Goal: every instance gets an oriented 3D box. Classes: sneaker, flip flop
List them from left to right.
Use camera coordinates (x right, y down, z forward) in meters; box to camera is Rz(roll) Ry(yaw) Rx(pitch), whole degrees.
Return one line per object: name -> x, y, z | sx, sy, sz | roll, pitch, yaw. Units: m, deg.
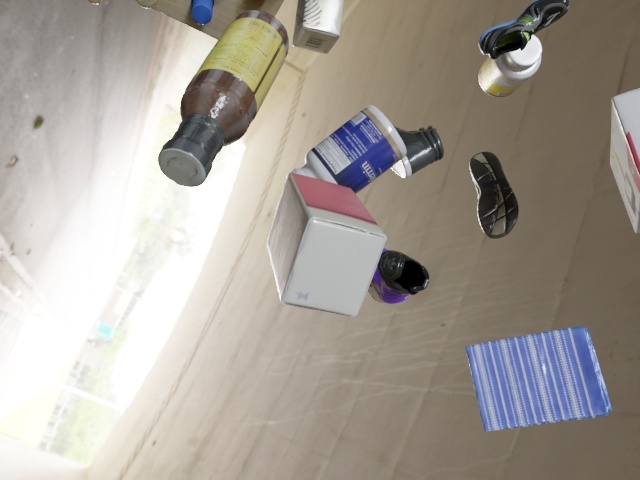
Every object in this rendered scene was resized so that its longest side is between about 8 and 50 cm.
sneaker -> 0.189, 0.095, 1.366 | 0.146, 0.293, 0.102 | 9, -104, 29
sneaker -> 0.240, -0.276, 1.624 | 0.147, 0.104, 0.295 | -21, -143, -7
flip flop -> 0.485, -0.126, 1.658 | 0.080, 0.112, 0.277 | 67, 14, -59
sneaker -> 0.420, -0.428, 1.192 | 0.188, 0.067, 0.078 | -28, -133, 16

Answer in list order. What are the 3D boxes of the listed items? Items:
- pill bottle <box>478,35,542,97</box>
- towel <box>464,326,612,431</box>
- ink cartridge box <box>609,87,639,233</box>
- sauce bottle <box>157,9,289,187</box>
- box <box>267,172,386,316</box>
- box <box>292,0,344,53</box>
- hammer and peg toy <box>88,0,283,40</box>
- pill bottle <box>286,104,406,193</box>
pill bottle -> 0.492, -0.455, 1.510 | 0.117, 0.117, 0.215 | -64, 179, -3
towel -> 0.590, 0.380, 1.599 | 0.040, 0.336, 0.243 | 38, 41, -71
ink cartridge box -> 0.761, -0.178, 1.338 | 0.131, 0.306, 0.226 | -14, -118, 18
sauce bottle -> -0.143, -0.221, 0.880 | 0.111, 0.111, 0.344 | -46, -162, 46
box -> 0.000, 0.000, 0.966 | 0.232, 0.127, 0.148 | -115, -139, -64
box -> 0.003, -0.595, 1.374 | 0.113, 0.094, 0.274 | 157, -60, -72
hammer and peg toy -> -0.220, -0.484, 0.972 | 0.266, 0.362, 0.127 | -50, -146, 36
pill bottle -> 0.059, -0.186, 1.393 | 0.265, 0.153, 0.153 | -37, -161, 3
